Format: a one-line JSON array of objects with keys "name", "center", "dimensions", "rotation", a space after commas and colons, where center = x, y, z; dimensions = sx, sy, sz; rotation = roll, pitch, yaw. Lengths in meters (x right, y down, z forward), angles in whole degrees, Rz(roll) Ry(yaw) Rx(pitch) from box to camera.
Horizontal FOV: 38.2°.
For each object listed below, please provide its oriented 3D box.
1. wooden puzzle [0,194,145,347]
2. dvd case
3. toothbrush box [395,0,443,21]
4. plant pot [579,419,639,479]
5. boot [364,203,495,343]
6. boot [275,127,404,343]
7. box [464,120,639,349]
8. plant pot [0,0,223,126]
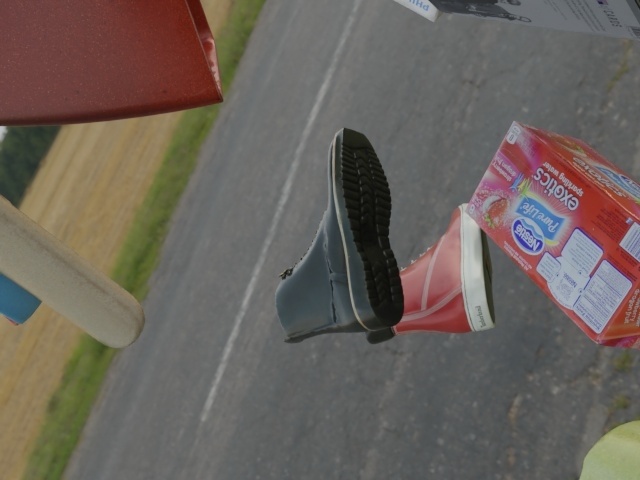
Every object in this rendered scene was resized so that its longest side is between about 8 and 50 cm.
[{"name": "wooden puzzle", "center": [-0.211, -0.040, 0.431], "dimensions": [0.044, 0.221, 0.238], "rotation": [-53, 39, -10]}, {"name": "dvd case", "center": [0.182, -0.241, 0.856], "dimensions": [0.238, 0.179, 0.030], "rotation": [17, 89, 32]}, {"name": "toothbrush box", "center": [0.159, -0.424, 0.998], "dimensions": [0.216, 0.126, 0.296], "rotation": [-49, -17, -34]}, {"name": "plant pot", "center": [0.414, 0.314, 0.991], "dimensions": [0.276, 0.276, 0.254], "rotation": [-63, 21, -2]}, {"name": "boot", "center": [0.120, 0.037, 1.132], "dimensions": [0.176, 0.088, 0.244], "rotation": [-11, 25, 16]}, {"name": "boot", "center": [0.000, 0.000, 0.916], "dimensions": [0.137, 0.076, 0.198], "rotation": [-19, 68, 40]}, {"name": "box", "center": [0.291, -0.009, 1.003], "dimensions": [0.257, 0.122, 0.128], "rotation": [53, 124, 47]}, {"name": "plant pot", "center": [-0.253, -0.251, 0.903], "dimensions": [0.235, 0.267, 0.267], "rotation": [-19, 25, 0]}]
